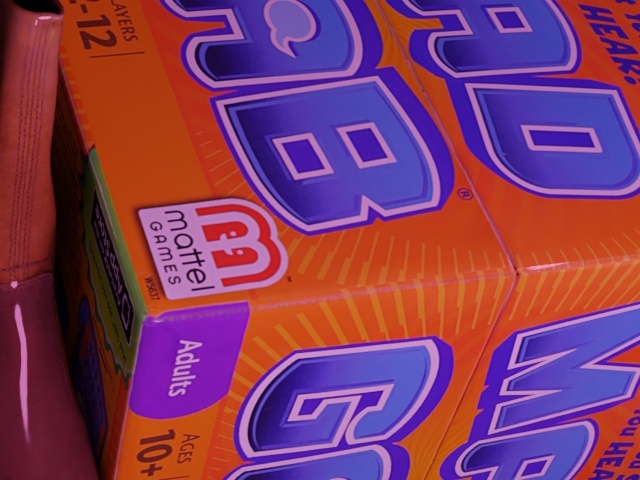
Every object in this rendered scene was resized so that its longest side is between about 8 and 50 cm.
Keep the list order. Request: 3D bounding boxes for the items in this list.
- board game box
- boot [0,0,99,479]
[{"bbox_3d":[0.000,0.000,0.880,0.356,0.356,0.356,-7,141,-21],"label":"board game box"},{"bbox_3d":[-0.132,0.021,0.659,0.264,0.096,0.280,-115,-146,-54],"label":"boot"}]
